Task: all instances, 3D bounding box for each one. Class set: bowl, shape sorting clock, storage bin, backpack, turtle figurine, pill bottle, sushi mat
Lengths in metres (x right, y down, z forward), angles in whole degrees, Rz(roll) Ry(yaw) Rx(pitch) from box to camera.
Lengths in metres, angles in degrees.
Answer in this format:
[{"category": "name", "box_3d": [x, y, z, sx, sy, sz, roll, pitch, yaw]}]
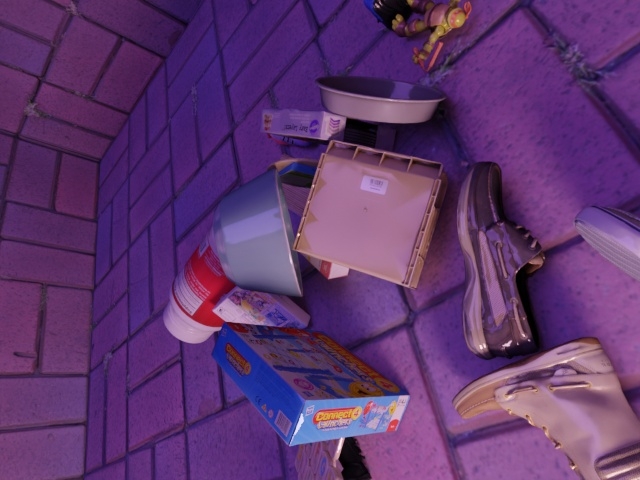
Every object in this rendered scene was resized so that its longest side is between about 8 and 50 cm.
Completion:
[{"category": "bowl", "box_3d": [-0.149, -0.003, 1.009, 0.163, 0.311, 0.311, -12, 62, -1]}, {"category": "shape sorting clock", "box_3d": [-0.034, -0.172, 1.094, 0.206, 0.206, 0.040, -2, 80, 47]}, {"category": "storage bin", "box_3d": [0.109, -0.057, 0.921, 0.263, 0.123, 0.260, 17, 90, 20]}, {"category": "backpack", "box_3d": [0.169, -0.619, 1.109, 0.097, 0.120, 0.101, -56, 45, 20]}, {"category": "turtle figurine", "box_3d": [0.276, -0.534, 0.996, 0.217, 0.087, 0.269, 49, 123, 51]}, {"category": "pill bottle", "box_3d": [-0.316, 0.131, 1.316, 0.407, 0.229, 0.228, -49, 48, 26]}, {"category": "sushi mat", "box_3d": [-0.062, -0.160, 1.291, 0.317, 0.019, 0.151, 33, 104, 46]}]

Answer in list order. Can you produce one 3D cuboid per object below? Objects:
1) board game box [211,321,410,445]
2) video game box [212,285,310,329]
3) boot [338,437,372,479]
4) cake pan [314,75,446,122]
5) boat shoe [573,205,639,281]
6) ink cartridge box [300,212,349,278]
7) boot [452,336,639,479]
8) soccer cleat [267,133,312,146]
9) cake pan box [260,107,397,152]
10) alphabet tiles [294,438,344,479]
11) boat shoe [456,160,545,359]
[{"category": "board game box", "box_3d": [-0.024, 0.286, 0.903, 0.308, 0.302, 0.086, 25, 97, 47]}, {"category": "video game box", "box_3d": [-0.163, 0.199, 1.165, 0.187, 0.205, 0.048, -38, 16, 34]}, {"category": "boot", "box_3d": [0.052, 0.470, 0.906, 0.045, 0.121, 0.099, -47, 53, 20]}, {"category": "cake pan", "box_3d": [0.131, -0.321, 0.963, 0.293, 0.294, 0.054, 39, 132, 46]}, {"category": "boat shoe", "box_3d": [0.508, 0.030, 0.581, 0.094, 0.109, 0.302, -49, 55, 4]}, {"category": "ink cartridge box", "box_3d": [0.000, 0.000, 1.115, 0.198, 0.067, 0.115, 40, 128, 46]}, {"category": "boot", "box_3d": [0.351, 0.291, 0.661, 0.262, 0.095, 0.203, -37, 55, 29]}, {"category": "soccer cleat", "box_3d": [-0.099, -0.335, 1.354, 0.248, 0.083, 0.095, 40, 137, 40]}, {"category": "cake pan box", "box_3d": [0.020, -0.276, 1.070, 0.267, 0.246, 0.070, 21, 107, 47]}, {"category": "alphabet tiles", "box_3d": [-0.012, 0.505, 0.935, 0.284, 0.021, 0.277, -158, 85, -77]}, {"category": "boat shoe", "box_3d": [0.328, 0.031, 0.756, 0.131, 0.132, 0.354, -6, 83, 36]}]
